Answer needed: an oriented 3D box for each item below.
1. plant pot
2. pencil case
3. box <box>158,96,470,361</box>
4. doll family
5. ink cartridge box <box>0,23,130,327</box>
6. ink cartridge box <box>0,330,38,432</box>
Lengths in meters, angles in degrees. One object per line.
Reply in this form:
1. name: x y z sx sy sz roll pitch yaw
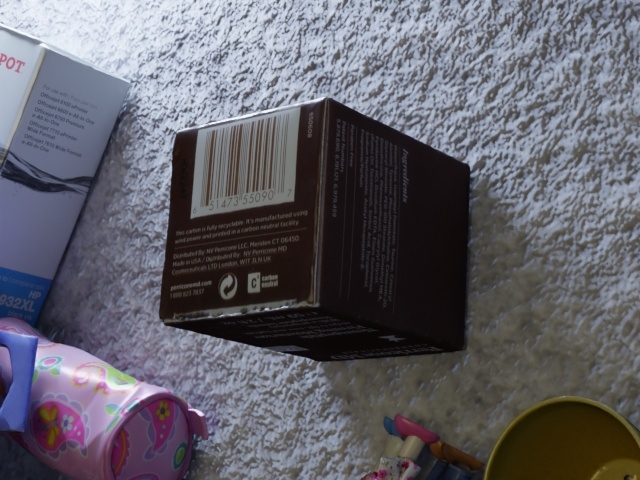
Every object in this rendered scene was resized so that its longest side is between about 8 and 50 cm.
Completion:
1. plant pot: 0.197 0.185 0.968 0.134 0.095 0.134 -14 67 37
2. pencil case: -0.241 0.166 1.340 0.284 0.124 0.124 16 88 41
3. box: 0.000 0.000 1.121 0.168 0.203 0.167 -9 71 39
4. doll family: 0.063 0.229 1.014 0.118 0.263 0.163 28 83 6
5. ink cartridge box: -0.371 -0.081 1.514 0.223 0.129 0.307 24 93 42
6. ink cartridge box: -0.474 0.139 1.306 0.395 0.151 0.270 -6 64 17
